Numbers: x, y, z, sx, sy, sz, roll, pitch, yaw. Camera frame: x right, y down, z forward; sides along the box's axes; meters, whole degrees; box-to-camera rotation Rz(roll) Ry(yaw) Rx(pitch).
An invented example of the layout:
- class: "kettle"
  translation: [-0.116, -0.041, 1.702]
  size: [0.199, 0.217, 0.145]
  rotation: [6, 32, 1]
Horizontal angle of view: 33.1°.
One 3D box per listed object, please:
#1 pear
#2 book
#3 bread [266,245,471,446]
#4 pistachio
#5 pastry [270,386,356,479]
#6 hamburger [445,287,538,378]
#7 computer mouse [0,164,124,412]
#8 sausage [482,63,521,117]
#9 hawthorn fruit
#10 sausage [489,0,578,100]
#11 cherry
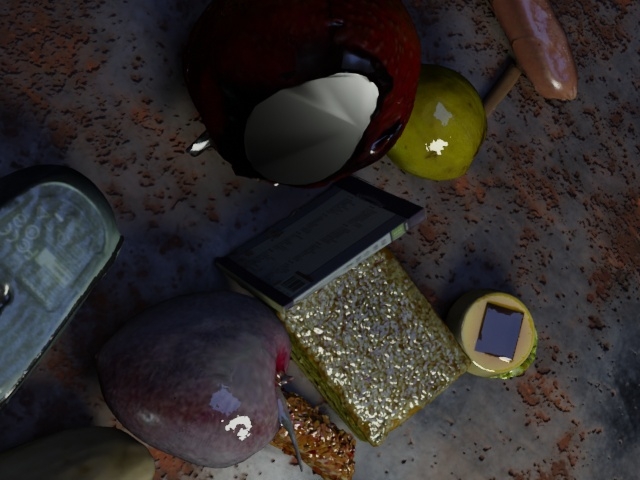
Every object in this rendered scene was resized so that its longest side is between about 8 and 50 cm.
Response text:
- class: "pear"
  translation: [0.149, -0.158, 1.442]
  size: [0.162, 0.149, 0.149]
  rotation: [39, 72, -12]
- class: "book"
  translation: [0.000, 0.001, 1.364]
  size: [0.231, 0.157, 0.026]
  rotation: [-34, 128, -23]
- class: "bread"
  translation: [0.058, 0.124, 1.405]
  size: [0.184, 0.110, 0.234]
  rotation: [-39, 100, -18]
- class: "pistachio"
  translation: [-0.301, 0.289, 1.217]
  size: [0.237, 0.153, 0.138]
  rotation: [-15, 82, 4]
- class: "pastry"
  translation: [-0.017, 0.244, 1.378]
  size: [0.169, 0.087, 0.063]
  rotation: [39, 58, -17]
- class: "hamburger"
  translation: [0.240, 0.130, 1.499]
  size: [0.141, 0.081, 0.127]
  rotation: [1, 84, -12]
- class: "computer mouse"
  translation: [-0.380, 0.073, 1.202]
  size: [0.374, 0.114, 0.203]
  rotation: [-48, 111, -24]
- class: "sausage"
  translation: [0.254, -0.211, 1.558]
  size: [0.026, 0.026, 0.116]
  rotation: [43, 71, -15]
- class: "hawthorn fruit"
  translation: [-0.016, -0.201, 1.289]
  size: [0.316, 0.316, 0.316]
  rotation: [2, 86, -24]
- class: "sausage"
  translation: [0.265, -0.395, 1.545]
  size: [0.088, 0.088, 0.433]
  rotation: [-27, 96, -23]
- class: "cherry"
  translation: [-0.132, 0.161, 1.268]
  size: [0.266, 0.184, 0.213]
  rotation: [16, 41, -5]
